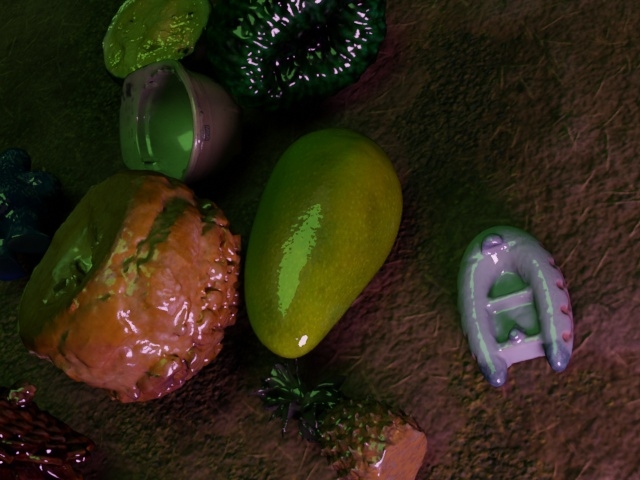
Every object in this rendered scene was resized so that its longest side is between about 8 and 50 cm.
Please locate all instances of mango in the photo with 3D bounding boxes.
[{"bbox_3d":[0.000,0.000,1.330,0.192,0.156,0.343,2,60,27],"label":"mango"}]

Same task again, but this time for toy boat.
[{"bbox_3d":[0.228,0.070,1.221,0.134,0.079,0.208,-18,55,21],"label":"toy boat"}]

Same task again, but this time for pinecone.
[{"bbox_3d":[-0.462,0.308,1.301,0.296,0.298,0.242,-42,45,17],"label":"pinecone"}]

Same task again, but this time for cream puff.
[{"bbox_3d":[-0.246,0.074,1.364,0.343,0.231,0.327,-34,37,33],"label":"cream puff"}]

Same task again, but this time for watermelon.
[{"bbox_3d":[-0.255,-0.327,1.693,0.204,0.127,0.232,-18,51,16],"label":"watermelon"}]

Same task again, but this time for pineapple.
[{"bbox_3d":[0.011,0.218,1.223,0.251,0.125,0.125,27,75,44],"label":"pineapple"}]

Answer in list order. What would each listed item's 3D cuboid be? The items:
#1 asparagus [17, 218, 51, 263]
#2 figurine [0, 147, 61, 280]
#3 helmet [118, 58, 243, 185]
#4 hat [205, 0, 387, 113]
[{"bbox_3d":[-0.482,0.007,1.673,0.014,0.015,0.114,31,77,3],"label":"asparagus"},{"bbox_3d":[-0.503,-0.063,1.644,0.164,0.121,0.262,-42,41,8],"label":"figurine"},{"bbox_3d":[-0.196,-0.175,1.565,0.257,0.137,0.204,20,109,51],"label":"helmet"},{"bbox_3d":[-0.067,-0.360,1.563,0.274,0.242,0.332,-27,37,-7],"label":"hat"}]
